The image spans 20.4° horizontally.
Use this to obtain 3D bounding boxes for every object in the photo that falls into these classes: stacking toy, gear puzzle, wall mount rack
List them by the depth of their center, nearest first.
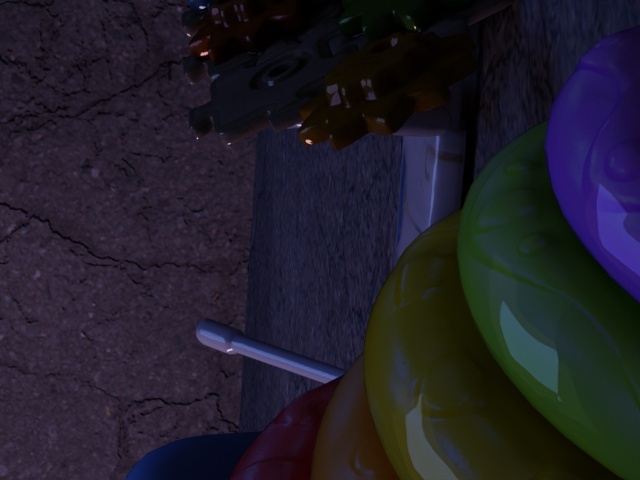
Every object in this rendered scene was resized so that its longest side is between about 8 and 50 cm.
[{"bbox_3d":[0.080,0.015,0.356,0.175,0.165,0.302,-116,36,-43],"label":"stacking toy"},{"bbox_3d":[0.004,-0.120,0.889,0.044,0.175,0.339,61,-173,-25],"label":"gear puzzle"},{"bbox_3d":[0.000,0.000,1.036,0.304,0.130,0.350,-114,27,-75],"label":"wall mount rack"}]
